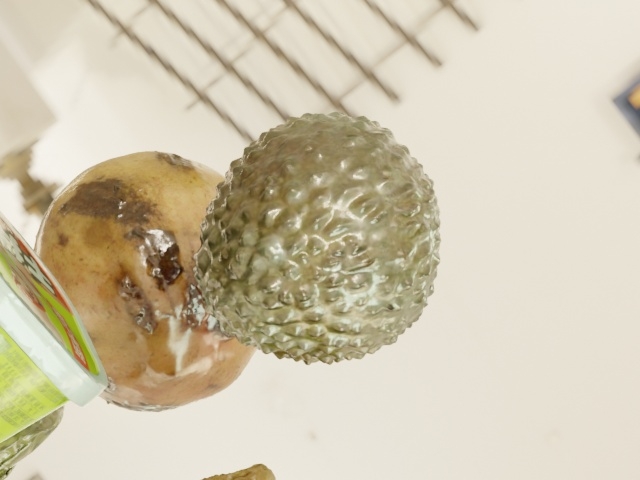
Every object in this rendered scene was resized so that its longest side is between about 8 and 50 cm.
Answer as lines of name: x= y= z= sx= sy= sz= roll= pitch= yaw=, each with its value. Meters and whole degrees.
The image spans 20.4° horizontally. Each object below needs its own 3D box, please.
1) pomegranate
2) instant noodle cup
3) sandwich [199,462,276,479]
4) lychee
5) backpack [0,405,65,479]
pomegranate: x=-0.199 y=0.049 z=2.150 sx=0.322 sy=0.322 sz=0.322 roll=-36 pitch=177 yaw=-2
instant noodle cup: x=-0.402 y=0.107 z=1.645 sx=0.308 sy=0.294 sz=0.294 roll=-36 pitch=177 yaw=0
sandwich: x=-0.064 y=0.392 z=1.906 sx=0.131 sy=0.325 sz=0.262 roll=-21 pitch=132 yaw=-32
lychee: x=0.000 y=0.000 z=1.781 sx=0.274 sy=0.255 sz=0.255 roll=-25 pitch=173 yaw=-18
backpack: x=-0.486 y=0.273 z=2.532 sx=0.253 sy=0.140 sz=0.207 roll=-31 pitch=-170 yaw=9
